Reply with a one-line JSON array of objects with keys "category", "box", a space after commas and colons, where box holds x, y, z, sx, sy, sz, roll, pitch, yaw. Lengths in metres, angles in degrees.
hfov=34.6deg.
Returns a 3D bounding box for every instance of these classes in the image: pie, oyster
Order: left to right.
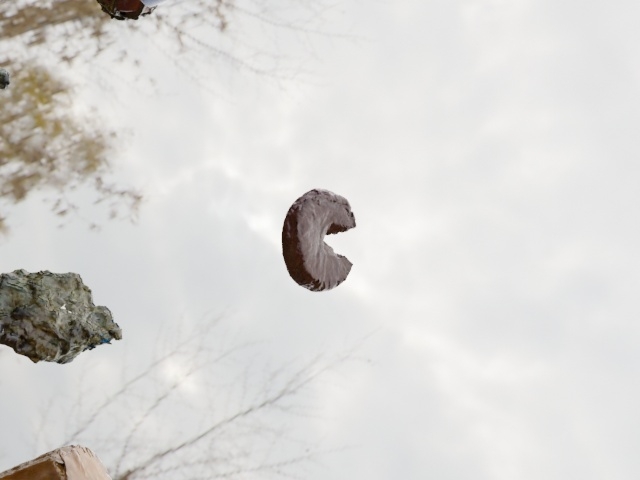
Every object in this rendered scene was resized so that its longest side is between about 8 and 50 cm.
[{"category": "oyster", "box": [-0.483, 0.139, 1.834, 0.260, 0.198, 0.092, 30, -49, -22]}, {"category": "pie", "box": [0.000, 0.000, 2.140, 0.054, 0.204, 0.218, 1, -85, 42]}]

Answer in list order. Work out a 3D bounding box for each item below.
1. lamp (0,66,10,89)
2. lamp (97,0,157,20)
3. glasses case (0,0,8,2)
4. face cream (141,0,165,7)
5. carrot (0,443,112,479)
[{"category": "lamp", "box": [-0.801, -0.370, 2.222, 0.101, 0.250, 0.101, -172, -90, -67]}, {"category": "lamp", "box": [-0.411, -0.621, 2.289, 0.177, 0.177, 0.274, 49, -45, 15]}, {"category": "glasses case", "box": [-0.750, -0.530, 2.159, 0.049, 0.218, 0.075, -21, -94, 66]}, {"category": "face cream", "box": [-0.254, -0.567, 1.811, 0.249, 0.225, 0.248, -22, 90, -85]}, {"category": "carrot", "box": [-0.369, 0.339, 1.206, 0.196, 0.254, 0.196, 55, 8, -12]}]
